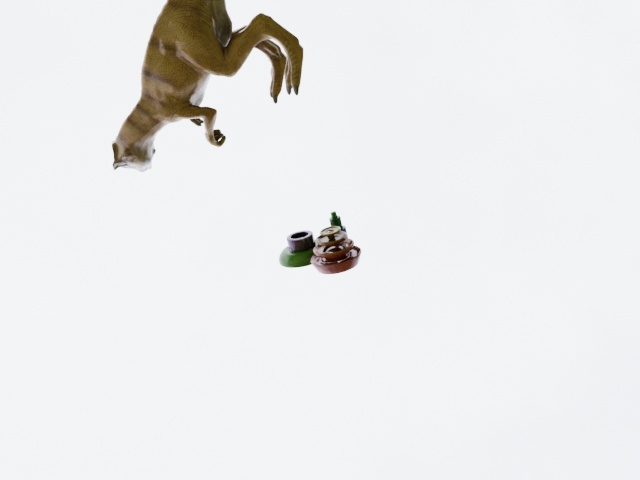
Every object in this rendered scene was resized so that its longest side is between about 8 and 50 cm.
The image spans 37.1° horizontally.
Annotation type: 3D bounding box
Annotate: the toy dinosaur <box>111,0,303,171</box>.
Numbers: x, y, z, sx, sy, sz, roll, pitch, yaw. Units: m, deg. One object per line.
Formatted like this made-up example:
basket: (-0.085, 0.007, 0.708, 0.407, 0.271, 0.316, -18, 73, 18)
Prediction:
toy dinosaur: (-0.066, -0.116, 0.525, 0.112, 0.064, 0.211, 10, -61, -17)

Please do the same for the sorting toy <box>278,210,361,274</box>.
sorting toy: (0.000, 0.000, 0.905, 0.061, 0.102, 0.042, -27, -67, -34)
